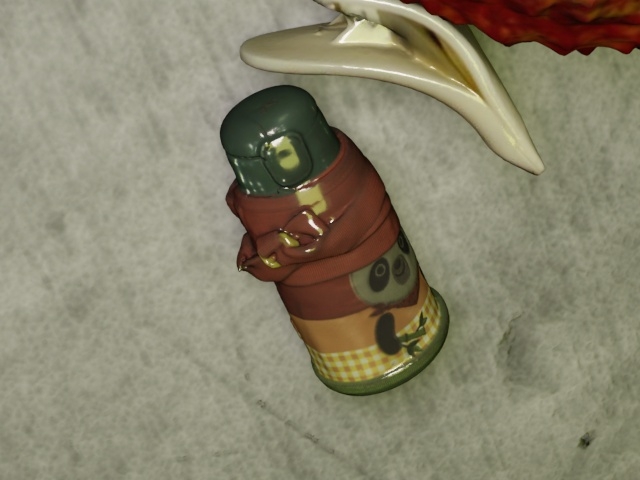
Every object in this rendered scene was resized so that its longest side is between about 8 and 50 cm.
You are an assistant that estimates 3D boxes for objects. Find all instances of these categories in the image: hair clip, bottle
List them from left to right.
[{"bbox_3d":[0.000,0.000,1.098,0.143,0.156,0.271,-27,120,1],"label":"bottle"},{"bbox_3d":[0.056,-0.168,1.062,0.282,0.172,0.113,16,112,-10],"label":"hair clip"}]

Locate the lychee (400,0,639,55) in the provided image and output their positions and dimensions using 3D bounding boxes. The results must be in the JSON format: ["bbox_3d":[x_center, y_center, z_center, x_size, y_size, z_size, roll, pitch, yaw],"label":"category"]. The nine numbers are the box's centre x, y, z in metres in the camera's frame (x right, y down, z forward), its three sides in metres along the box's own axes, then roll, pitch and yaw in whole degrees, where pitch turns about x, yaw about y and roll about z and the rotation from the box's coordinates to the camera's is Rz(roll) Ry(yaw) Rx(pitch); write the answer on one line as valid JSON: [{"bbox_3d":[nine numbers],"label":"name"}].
[{"bbox_3d":[0.210,-0.342,0.904,0.499,0.424,0.425,-16,114,-2],"label":"lychee"}]
